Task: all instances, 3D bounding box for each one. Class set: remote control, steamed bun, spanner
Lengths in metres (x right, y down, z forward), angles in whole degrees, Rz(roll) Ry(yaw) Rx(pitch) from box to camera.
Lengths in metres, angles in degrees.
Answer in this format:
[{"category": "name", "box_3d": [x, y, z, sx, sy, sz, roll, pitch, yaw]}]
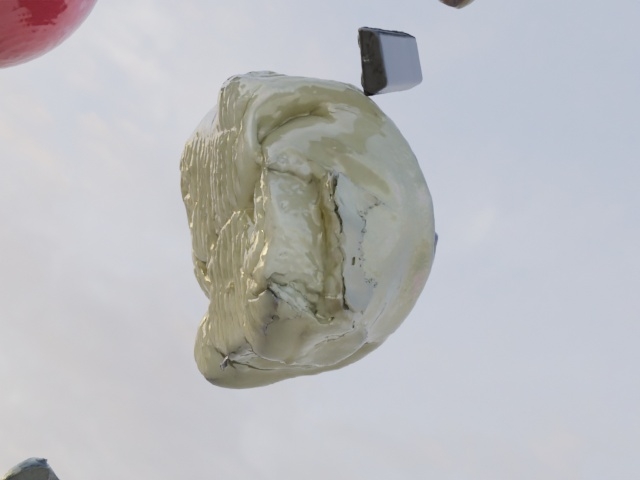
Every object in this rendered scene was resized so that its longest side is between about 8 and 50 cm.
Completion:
[{"category": "remote control", "box_3d": [0.067, -0.168, 1.167, 0.025, 0.245, 0.063, -8, -83, 13]}, {"category": "steamed bun", "box_3d": [0.000, 0.000, 1.294, 0.238, 0.394, 0.346, 0, -62, -19]}, {"category": "spanner", "box_3d": [-0.304, 0.348, 1.700, 0.325, 0.093, 0.026, 20, 13, -47]}]

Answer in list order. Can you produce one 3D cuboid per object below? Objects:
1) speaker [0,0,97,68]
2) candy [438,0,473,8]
[{"category": "speaker", "box_3d": [-0.364, -0.315, 1.325, 0.294, 0.294, 0.294, 21, -36, 16]}, {"category": "candy", "box_3d": [0.214, -0.451, 1.533, 0.321, 0.179, 0.135, -38, -39, 29]}]
